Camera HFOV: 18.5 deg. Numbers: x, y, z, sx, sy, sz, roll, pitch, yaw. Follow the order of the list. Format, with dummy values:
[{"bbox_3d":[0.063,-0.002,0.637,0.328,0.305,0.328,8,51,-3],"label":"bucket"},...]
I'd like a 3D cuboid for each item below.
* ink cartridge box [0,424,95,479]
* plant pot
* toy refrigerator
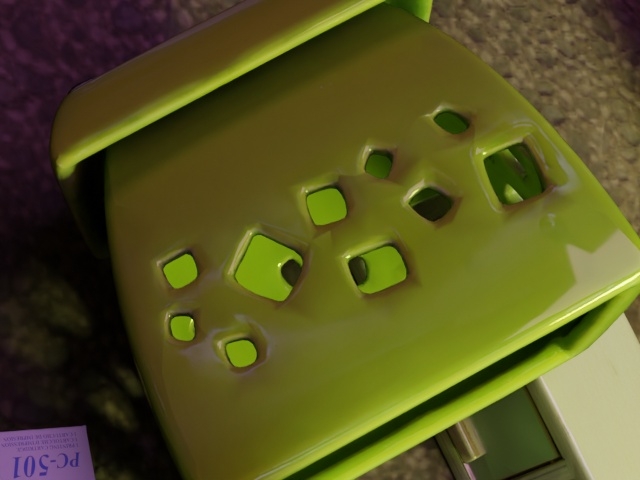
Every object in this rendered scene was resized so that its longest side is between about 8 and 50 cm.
[{"bbox_3d":[-0.210,0.121,0.857,0.207,0.097,0.046,-1,70,-35],"label":"ink cartridge box"},{"bbox_3d":[0.000,0.000,0.945,0.227,0.228,0.207,-29,79,-7],"label":"plant pot"},{"bbox_3d":[0.125,0.097,1.108,0.094,0.102,0.269,-23,85,-40],"label":"toy refrigerator"}]
